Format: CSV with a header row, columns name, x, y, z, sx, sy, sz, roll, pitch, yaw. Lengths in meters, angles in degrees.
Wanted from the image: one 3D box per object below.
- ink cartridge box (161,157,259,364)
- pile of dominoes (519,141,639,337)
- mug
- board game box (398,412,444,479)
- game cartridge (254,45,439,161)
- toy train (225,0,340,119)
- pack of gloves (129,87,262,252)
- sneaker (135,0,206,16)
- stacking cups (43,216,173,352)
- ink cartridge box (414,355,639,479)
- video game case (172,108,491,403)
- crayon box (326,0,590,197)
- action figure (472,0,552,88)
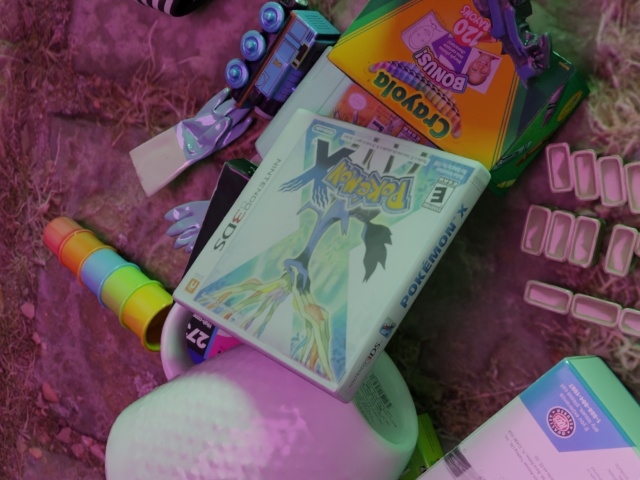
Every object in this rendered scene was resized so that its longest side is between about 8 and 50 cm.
name,x,y,z,sx,sy,sz,roll,pitch,yaw
ink cartridge box,-0.118,0.084,1.560,0.175,0.069,0.371,30,114,20
pile of dominoes,0.355,0.005,1.226,0.251,0.040,0.196,17,102,28
mug,-0.076,0.214,1.365,0.328,0.276,0.374,-32,73,23
board game box,0.128,0.327,1.406,0.092,0.043,0.181,-31,73,36
game cartridge,0.053,-0.100,1.402,0.297,0.062,0.198,42,94,29
toy train,-0.058,-0.251,1.502,0.105,0.080,0.184,47,119,20
pack of gloves,-0.160,-0.103,1.624,0.232,0.046,0.195,-30,75,25
sneaker,-0.176,-0.536,1.551,0.257,0.169,0.448,32,120,24
stacking cups,-0.336,0.052,1.738,0.316,0.096,0.096,38,115,34
ink cartridge box,0.252,0.311,1.226,0.307,0.129,0.223,-44,67,22
video game case,0.000,0.000,1.271,0.329,0.036,0.300,24,77,46
crayon box,0.160,-0.200,1.296,0.278,0.081,0.165,42,97,29
action figure,0.232,-0.355,1.183,0.330,0.178,0.341,-16,102,36
